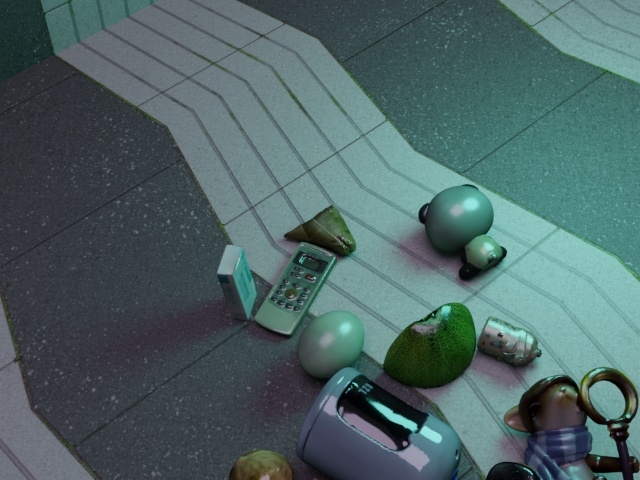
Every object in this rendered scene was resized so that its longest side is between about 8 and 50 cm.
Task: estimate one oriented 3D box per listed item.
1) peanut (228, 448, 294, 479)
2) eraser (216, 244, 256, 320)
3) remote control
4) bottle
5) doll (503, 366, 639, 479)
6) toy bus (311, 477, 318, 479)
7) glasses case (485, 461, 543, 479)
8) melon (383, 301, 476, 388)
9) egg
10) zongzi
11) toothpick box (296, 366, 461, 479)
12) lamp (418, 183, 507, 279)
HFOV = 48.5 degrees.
[{"bbox_3d":[-0.131,0.541,1.603,0.140,0.109,0.159,-45,33,-16],"label":"peanut"},{"bbox_3d":[-0.218,0.114,1.870,0.052,0.225,0.096,5,54,11],"label":"eraser"},{"bbox_3d":[-0.068,0.133,1.953,0.123,0.038,0.285,21,59,21],"label":"remote control"},{"bbox_3d":[0.472,0.256,1.756,0.152,0.099,0.099,24,60,19],"label":"bottle"},{"bbox_3d":[0.538,0.452,1.524,0.317,0.209,0.340,-11,55,8],"label":"doll"},{"bbox_3d":[-0.113,0.701,1.435,0.427,0.203,0.233,-36,62,-21],"label":"toy bus"},{"bbox_3d":[0.381,0.614,1.435,0.122,0.082,0.321,0,77,42],"label":"glasses case"},{"bbox_3d":[0.289,0.259,1.729,0.265,0.169,0.129,-29,56,-12],"label":"melon"},{"bbox_3d":[0.027,0.258,1.777,0.149,0.149,0.192,30,59,26],"label":"egg"},{"bbox_3d":[0.000,0.000,2.026,0.176,0.078,0.160,-28,55,-1],"label":"zongzi"},{"bbox_3d":[0.146,0.471,1.557,0.354,0.263,0.263,27,61,21],"label":"toothpick box"},{"bbox_3d":[0.395,-0.032,1.939,0.197,0.198,0.244,-28,77,-13],"label":"lamp"}]
